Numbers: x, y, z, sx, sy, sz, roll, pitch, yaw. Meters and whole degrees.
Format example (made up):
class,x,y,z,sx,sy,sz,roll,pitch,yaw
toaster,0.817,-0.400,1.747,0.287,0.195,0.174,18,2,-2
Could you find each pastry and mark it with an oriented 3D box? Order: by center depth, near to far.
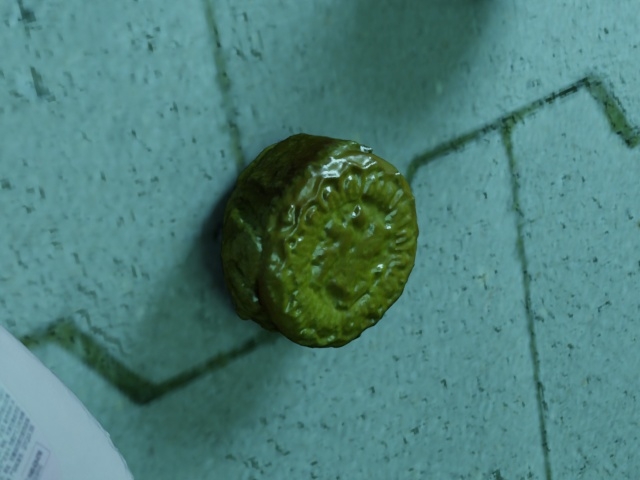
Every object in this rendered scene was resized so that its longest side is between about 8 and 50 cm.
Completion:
class,x,y,z,sx,sy,sz,roll,pitch,yaw
pastry,0.000,0.000,0.616,0.109,0.057,0.097,1,100,-40

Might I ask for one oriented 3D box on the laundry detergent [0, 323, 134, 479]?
class,x,y,z,sx,sy,sz,roll,pitch,yaw
laundry detergent,-0.206,0.047,0.427,0.335,0.088,0.159,47,69,-36
